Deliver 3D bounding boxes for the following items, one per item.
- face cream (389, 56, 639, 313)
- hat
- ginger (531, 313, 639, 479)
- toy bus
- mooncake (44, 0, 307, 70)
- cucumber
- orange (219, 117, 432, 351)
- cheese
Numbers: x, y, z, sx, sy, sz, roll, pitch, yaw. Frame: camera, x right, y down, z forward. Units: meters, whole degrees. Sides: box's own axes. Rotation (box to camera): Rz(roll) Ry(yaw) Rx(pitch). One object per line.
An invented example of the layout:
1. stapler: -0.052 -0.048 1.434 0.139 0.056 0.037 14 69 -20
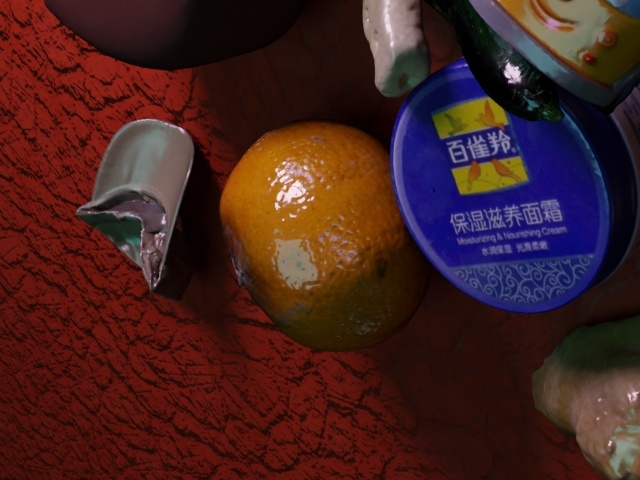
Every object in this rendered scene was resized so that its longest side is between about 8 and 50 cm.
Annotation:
1. face cream: 0.164 -0.055 0.848 0.206 0.111 0.206 24 129 34
2. hat: -0.181 -0.040 1.261 0.166 0.144 0.173 42 95 30
3. ginger: 0.239 0.153 0.908 0.115 0.123 0.193 42 148 -12
4. toy bus: 0.195 -0.175 0.672 0.126 0.209 0.136 45 128 14
5. mooncake: -0.134 -0.312 0.940 0.334 0.174 0.326 -20 96 53
6. cucumber: 0.114 -0.158 0.772 0.284 0.056 0.056 -107 14 -57
7. orange: 0.000 0.000 0.984 0.224 0.170 0.224 58 162 31
8. cheese: 0.053 -0.201 0.843 0.065 0.043 0.194 124 145 -58
